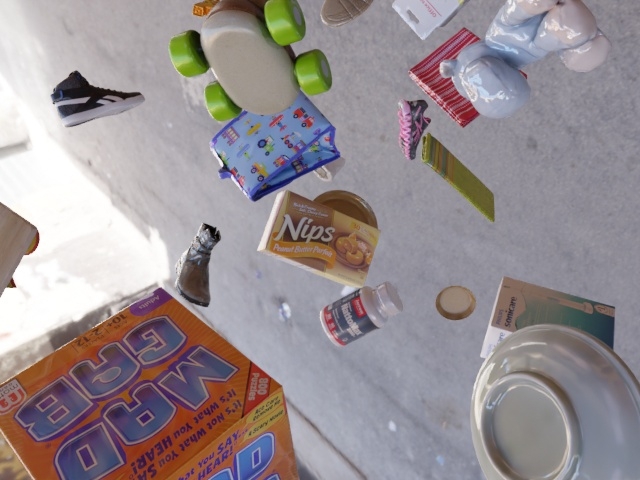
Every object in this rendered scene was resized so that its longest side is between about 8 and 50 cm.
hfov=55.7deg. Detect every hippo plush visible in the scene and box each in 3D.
[{"bbox_3d":[0.318,-0.354,1.060,0.236,0.234,0.294,-41,37,24],"label":"hippo plush"}]

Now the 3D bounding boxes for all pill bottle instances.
[{"bbox_3d":[0.100,0.172,1.455,0.180,0.108,0.108,-30,87,19],"label":"pill bottle"}]

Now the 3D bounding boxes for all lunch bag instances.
[{"bbox_3d":[-0.134,-0.243,1.545,0.221,0.293,0.138,52,170,27],"label":"lunch bag"}]

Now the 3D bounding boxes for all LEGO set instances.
[{"bbox_3d":[-0.162,-0.452,1.133,0.227,0.093,0.087,18,132,-5],"label":"LEGO set"}]

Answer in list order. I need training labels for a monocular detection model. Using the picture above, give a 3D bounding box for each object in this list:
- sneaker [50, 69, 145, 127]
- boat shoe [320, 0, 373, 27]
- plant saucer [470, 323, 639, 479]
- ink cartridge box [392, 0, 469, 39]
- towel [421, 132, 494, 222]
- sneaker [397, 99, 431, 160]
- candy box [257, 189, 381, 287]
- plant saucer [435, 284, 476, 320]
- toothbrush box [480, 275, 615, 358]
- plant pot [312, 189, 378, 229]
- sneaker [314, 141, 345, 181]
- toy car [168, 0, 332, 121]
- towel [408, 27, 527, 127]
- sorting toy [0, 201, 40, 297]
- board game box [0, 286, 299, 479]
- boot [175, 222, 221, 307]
[{"bbox_3d":[-0.543,-0.363,1.472,0.079,0.217,0.121,-13,102,54],"label":"sneaker"},{"bbox_3d":[0.109,-0.694,1.676,0.103,0.285,0.092,41,178,-8],"label":"boat shoe"},{"bbox_3d":[0.411,0.356,1.139,0.400,0.101,0.400,-17,69,55],"label":"plant saucer"},{"bbox_3d":[0.245,-0.502,1.208,0.104,0.061,0.181,49,121,2],"label":"ink cartridge box"},{"bbox_3d":[0.313,-0.139,1.369,0.237,0.102,0.021,37,133,-22],"label":"towel"},{"bbox_3d":[0.166,-0.192,1.053,0.047,0.057,0.119,-112,11,-47],"label":"sneaker"},{"bbox_3d":[0.000,0.000,1.742,0.317,0.182,0.087,22,168,-18],"label":"candy box"},{"bbox_3d":[0.281,0.127,1.260,0.084,0.015,0.083,3,114,7],"label":"plant saucer"},{"bbox_3d":[0.591,0.237,1.574,0.296,0.216,0.126,16,130,15],"label":"toothbrush box"},{"bbox_3d":[0.063,-0.045,1.903,0.236,0.236,0.032,57,158,10],"label":"plant pot"},{"bbox_3d":[-0.014,-0.300,1.917,0.232,0.115,0.090,50,152,-5],"label":"sneaker"},{"bbox_3d":[-0.075,-0.265,0.752,0.155,0.188,0.149,-11,142,21],"label":"toy car"},{"bbox_3d":[0.366,-0.421,1.540,0.031,0.199,0.274,45,-170,-50],"label":"towel"},{"bbox_3d":[-0.878,0.023,1.607,0.256,0.257,0.089,30,-178,18],"label":"sorting toy"},{"bbox_3d":[-0.294,0.377,1.075,0.357,0.356,0.356,30,140,36],"label":"board game box"},{"bbox_3d":[-0.313,0.054,1.587,0.161,0.083,0.246,-59,31,14],"label":"boot"}]
